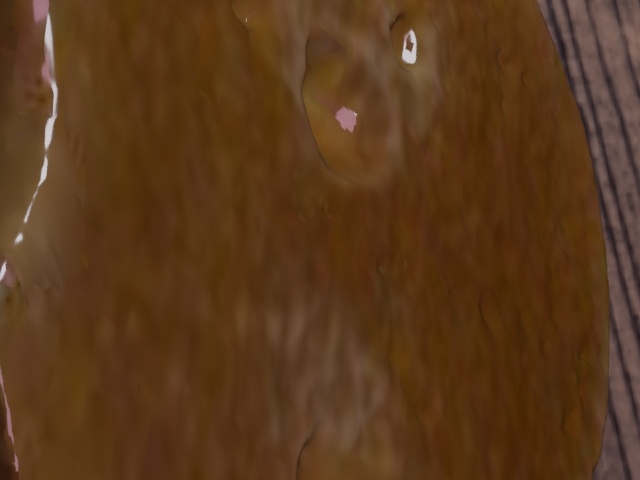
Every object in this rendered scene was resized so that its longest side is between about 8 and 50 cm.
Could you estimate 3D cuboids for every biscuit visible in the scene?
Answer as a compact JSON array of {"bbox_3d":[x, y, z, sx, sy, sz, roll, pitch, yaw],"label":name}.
[{"bbox_3d":[-0.002,0.000,0.626,0.385,0.062,0.365,38,47,-51],"label":"biscuit"}]
